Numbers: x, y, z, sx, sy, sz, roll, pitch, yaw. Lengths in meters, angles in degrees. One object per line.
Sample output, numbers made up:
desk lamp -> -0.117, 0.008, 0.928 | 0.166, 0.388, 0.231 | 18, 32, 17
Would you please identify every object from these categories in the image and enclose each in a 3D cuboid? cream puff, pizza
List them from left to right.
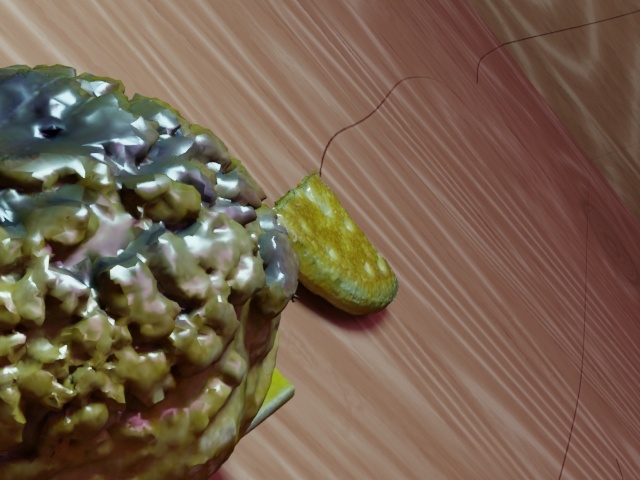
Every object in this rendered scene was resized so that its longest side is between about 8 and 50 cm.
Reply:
cream puff -> -0.180, 0.013, 0.664 | 0.343, 0.327, 0.231 | -108, -162, -51
pizza -> 0.000, 0.000, 1.352 | 0.292, 0.058, 0.197 | 26, 38, -52

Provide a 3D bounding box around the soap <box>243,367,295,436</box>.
soap -> -0.113, 0.143, 0.868 | 0.073, 0.140, 0.232 | 62, 24, 1
